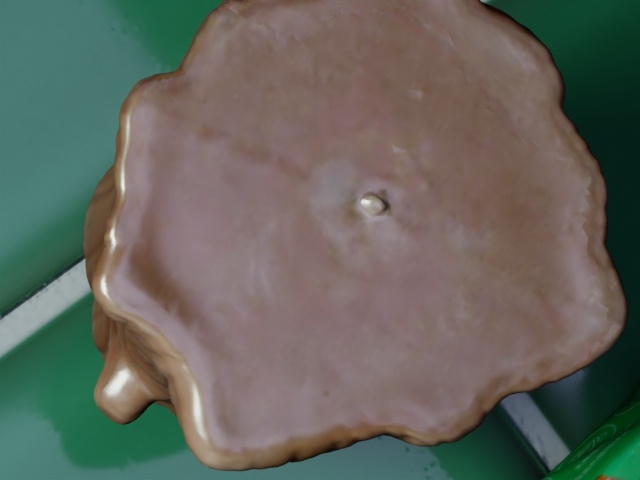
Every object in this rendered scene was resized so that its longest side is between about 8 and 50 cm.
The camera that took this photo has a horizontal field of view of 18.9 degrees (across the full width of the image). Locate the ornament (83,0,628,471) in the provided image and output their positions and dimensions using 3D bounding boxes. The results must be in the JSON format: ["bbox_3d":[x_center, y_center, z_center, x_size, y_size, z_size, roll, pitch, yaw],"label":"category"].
[{"bbox_3d":[0.000,0.000,0.859,0.221,0.217,0.235,19,79,-11],"label":"ornament"}]

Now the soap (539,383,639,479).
[{"bbox_3d":[0.221,0.123,0.965,0.273,0.098,0.218,-40,88,-17],"label":"soap"}]
